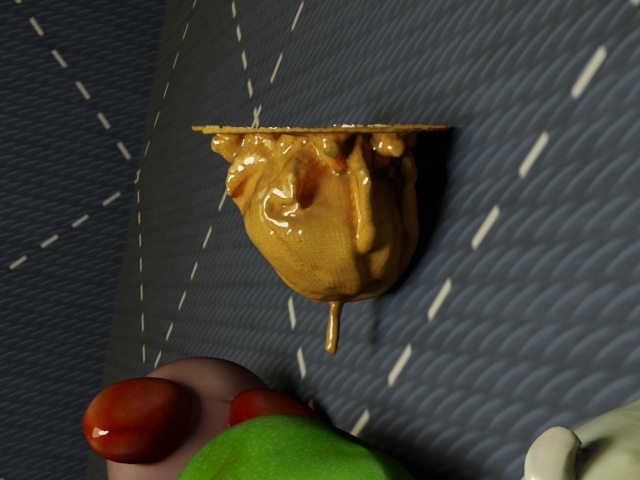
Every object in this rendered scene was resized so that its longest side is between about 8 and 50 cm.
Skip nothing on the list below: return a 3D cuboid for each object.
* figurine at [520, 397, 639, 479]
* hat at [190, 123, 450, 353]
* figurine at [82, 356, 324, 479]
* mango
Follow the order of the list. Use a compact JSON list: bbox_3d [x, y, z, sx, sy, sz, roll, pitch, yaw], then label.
[{"bbox_3d":[0.242,0.128,0.343,0.274,0.226,0.394,-56,20,-21],"label":"figurine"},{"bbox_3d":[0.000,0.000,0.978,0.233,0.244,0.233,-151,60,-76],"label":"hat"},{"bbox_3d":[-0.138,0.234,1.164,0.211,0.269,0.261,-93,13,-47],"label":"figurine"},{"bbox_3d":[-0.020,0.262,0.872,0.382,0.201,0.225,-33,44,58],"label":"mango"}]
